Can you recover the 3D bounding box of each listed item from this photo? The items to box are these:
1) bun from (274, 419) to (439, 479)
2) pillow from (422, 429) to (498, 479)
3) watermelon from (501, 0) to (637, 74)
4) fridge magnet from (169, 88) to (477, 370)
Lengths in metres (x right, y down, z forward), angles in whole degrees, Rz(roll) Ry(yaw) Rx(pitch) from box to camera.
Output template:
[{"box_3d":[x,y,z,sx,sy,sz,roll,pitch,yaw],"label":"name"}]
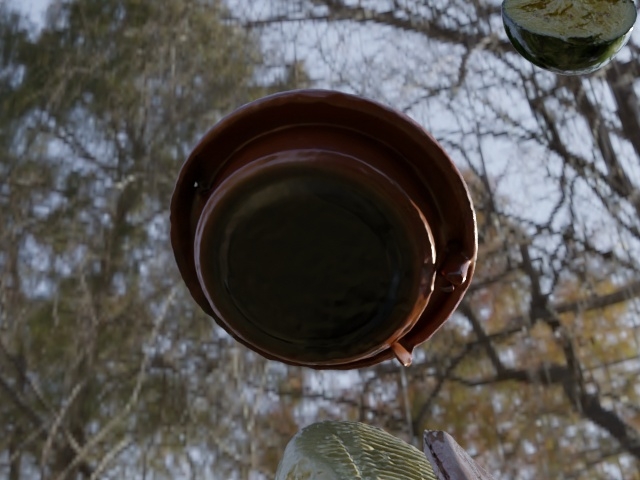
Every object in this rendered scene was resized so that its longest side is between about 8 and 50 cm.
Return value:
[{"box_3d":[0.052,0.297,1.426,0.220,0.220,0.134,19,-73,-21],"label":"bun"},{"box_3d":[0.165,0.237,1.077,0.211,0.135,0.034,42,-81,-18],"label":"pillow"},{"box_3d":[0.195,-0.167,1.036,0.105,0.105,0.062,-5,-47,0],"label":"watermelon"},{"box_3d":[0.000,0.000,1.515,0.363,0.155,0.364,4,-62,7],"label":"fridge magnet"}]
